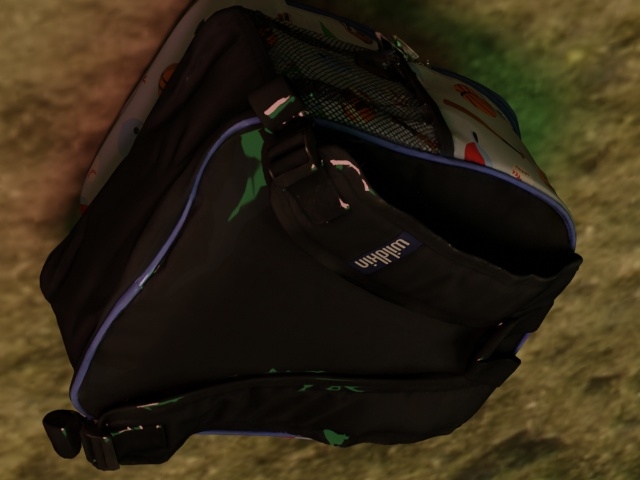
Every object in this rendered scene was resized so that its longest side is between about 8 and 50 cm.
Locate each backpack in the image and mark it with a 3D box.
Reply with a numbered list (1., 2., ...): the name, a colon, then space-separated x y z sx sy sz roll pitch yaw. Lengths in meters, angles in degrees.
1. backpack: 0.000 0.000 1.117 0.263 0.213 0.276 18 129 -29
